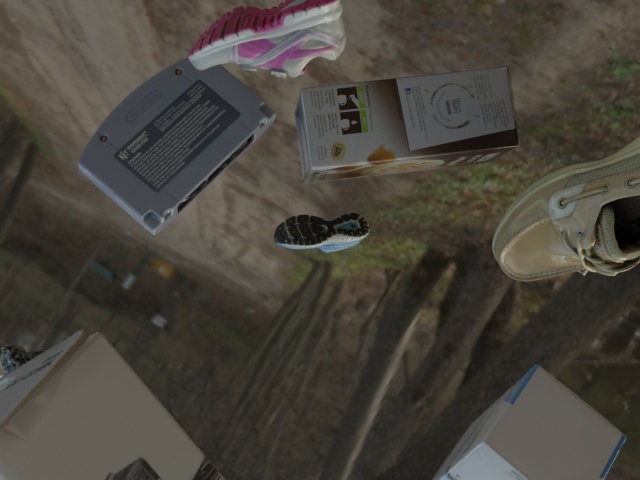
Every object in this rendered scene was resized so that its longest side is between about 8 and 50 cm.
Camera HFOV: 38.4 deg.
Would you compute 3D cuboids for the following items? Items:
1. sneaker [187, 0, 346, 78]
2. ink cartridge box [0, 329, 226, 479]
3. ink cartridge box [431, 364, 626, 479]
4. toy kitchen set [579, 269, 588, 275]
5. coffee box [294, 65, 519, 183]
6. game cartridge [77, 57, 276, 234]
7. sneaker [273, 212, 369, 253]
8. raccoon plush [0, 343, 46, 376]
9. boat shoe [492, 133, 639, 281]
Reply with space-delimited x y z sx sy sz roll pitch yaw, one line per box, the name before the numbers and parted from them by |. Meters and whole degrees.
sneaker | -0.074 -0.281 1.337 0.252 0.103 0.111 -10 126 22
ink cartridge box | -0.142 0.216 0.595 0.197 0.114 0.272 -28 104 39
ink cartridge box | 0.349 0.394 1.605 0.197 0.198 0.270 39 144 8
toy kitchen set | 0.357 0.026 1.131 0.068 0.075 0.083 29 -162 -17
coffee box | 0.099 -0.137 1.117 0.247 0.098 0.141 -7 177 -4
game cartridge | -0.242 -0.172 1.519 0.198 0.297 0.062 39 159 13
sneaker | 0.000 0.000 1.547 0.162 0.063 0.073 -2 146 -17
raccoon plush | -0.575 0.411 1.754 0.216 0.446 0.299 18 157 19
boat shoe | 0.290 -0.020 0.939 0.109 0.098 0.302 38 138 -20
